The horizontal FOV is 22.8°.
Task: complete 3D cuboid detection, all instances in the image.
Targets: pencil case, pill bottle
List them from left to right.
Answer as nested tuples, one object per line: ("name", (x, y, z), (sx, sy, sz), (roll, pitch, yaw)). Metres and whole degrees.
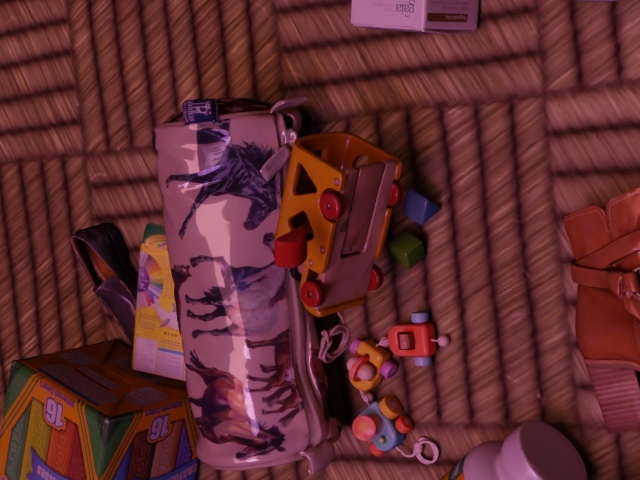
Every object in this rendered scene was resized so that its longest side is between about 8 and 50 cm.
("pencil case", (-0.076, 0.047, 1.726), (0.183, 0.160, 0.410), (-6, 92, 51))
("pill bottle", (0.167, 0.274, 1.588), (0.208, 0.117, 0.117), (-48, 67, 33))

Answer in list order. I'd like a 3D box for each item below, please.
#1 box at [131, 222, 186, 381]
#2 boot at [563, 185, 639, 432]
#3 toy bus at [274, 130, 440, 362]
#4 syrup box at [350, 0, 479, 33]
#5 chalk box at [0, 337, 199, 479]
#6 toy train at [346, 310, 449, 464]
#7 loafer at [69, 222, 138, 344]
("box", (-0.163, 0.071, 1.860), (0.105, 0.043, 0.179), (11, 105, 21))
("boot", (0.350, 0.046, 1.432), (0.283, 0.109, 0.220), (-18, 81, 46))
("toy bus", (0.006, -0.011, 1.615), (0.104, 0.191, 0.202), (33, 76, 36))
("syrup box", (0.099, -0.326, 1.574), (0.093, 0.096, 0.237), (10, 103, 39))
("chalk box", (-0.271, 0.291, 1.904), (0.180, 0.179, 0.289), (23, 110, 35))
("toy train", (0.076, 0.158, 1.691), (0.125, 0.046, 0.166), (3, 98, 39))
("loafer", (-0.253, 0.059, 1.933), (0.062, 0.061, 0.170), (-42, 71, 33))
